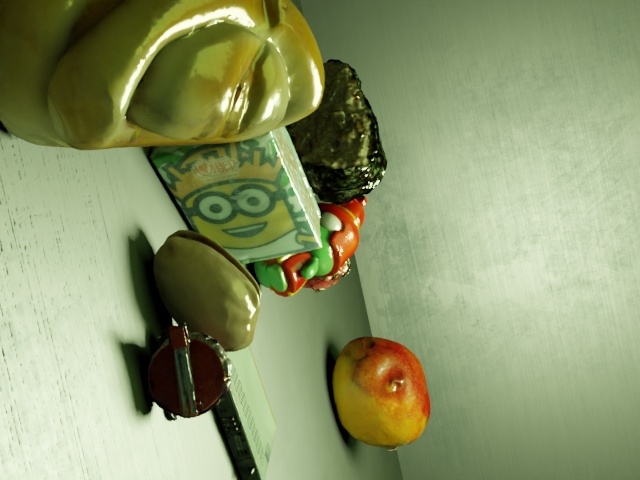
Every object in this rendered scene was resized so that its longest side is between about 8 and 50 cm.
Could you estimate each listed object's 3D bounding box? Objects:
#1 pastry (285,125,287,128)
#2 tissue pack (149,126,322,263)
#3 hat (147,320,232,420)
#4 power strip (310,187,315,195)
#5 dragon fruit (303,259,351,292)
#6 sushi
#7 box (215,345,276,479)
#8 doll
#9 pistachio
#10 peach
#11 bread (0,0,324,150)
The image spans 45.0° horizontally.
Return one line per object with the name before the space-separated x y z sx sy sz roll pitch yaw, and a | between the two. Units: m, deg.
pastry | -0.159 -0.235 1.699 0.356 0.164 0.355 -10 90 -83
tissue pack | -0.147 -0.099 1.435 0.310 0.228 0.128 66 17 -45
hat | -0.206 0.192 1.212 0.140 0.129 0.227 61 -6 -3
power strip | -0.058 -0.164 2.159 0.029 0.080 0.227 35 1 -33
dragon fruit | -0.024 0.007 2.055 0.200 0.198 0.269 -26 -113 56
sushi | 0.025 -0.251 1.734 0.170 0.211 0.350 61 18 -54
box | -0.150 0.306 1.470 0.211 0.045 0.270 -79 155 -64
doll | -0.001 0.000 1.874 0.363 0.183 0.160 -45 121 -30
pistachio | -0.180 0.085 1.251 0.223 0.152 0.126 60 16 -12
peach | 0.185 0.463 2.383 0.372 0.290 0.372 -10 90 -88
bread | -0.194 -0.207 0.967 0.245 0.329 0.424 45 28 18
